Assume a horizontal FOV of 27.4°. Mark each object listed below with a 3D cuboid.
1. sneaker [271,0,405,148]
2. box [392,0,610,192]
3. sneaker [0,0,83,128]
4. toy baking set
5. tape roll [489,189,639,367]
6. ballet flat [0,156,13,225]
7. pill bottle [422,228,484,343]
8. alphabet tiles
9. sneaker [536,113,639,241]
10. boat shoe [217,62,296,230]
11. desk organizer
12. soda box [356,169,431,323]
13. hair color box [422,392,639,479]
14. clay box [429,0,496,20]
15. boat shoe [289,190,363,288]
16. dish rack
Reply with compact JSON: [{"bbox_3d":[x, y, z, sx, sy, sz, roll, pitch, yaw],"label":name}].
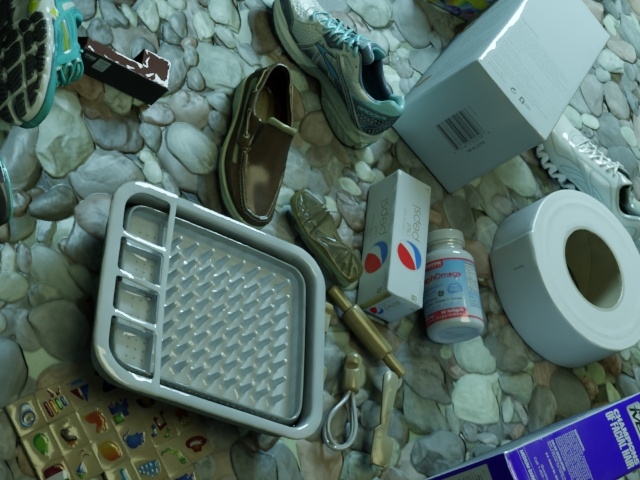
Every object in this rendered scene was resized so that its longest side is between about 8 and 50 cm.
[{"bbox_3d":[0.038,-0.287,2.000,0.110,0.122,0.283,-33,92,-46],"label":"sneaker"},{"bbox_3d":[0.297,-0.268,2.153,0.168,0.215,0.345,48,46,-11],"label":"box"},{"bbox_3d":[-0.338,-0.233,1.633,0.110,0.107,0.275,41,29,-34],"label":"sneaker"},{"bbox_3d":[0.030,0.185,1.816,0.256,0.030,0.197,48,51,-3],"label":"toy baking set"},{"bbox_3d":[0.414,0.062,2.165,0.286,0.100,0.286,19,57,-33],"label":"tape roll"},{"bbox_3d":[-0.417,-0.107,1.546,0.074,0.074,0.203,2,61,-41],"label":"ballet flat"},{"bbox_3d":[0.193,0.068,1.976,0.087,0.087,0.160,12,60,-37],"label":"pill bottle"},{"bbox_3d":[-0.237,0.244,1.563,0.237,0.009,0.198,-22,83,-46],"label":"alphabet tiles"},{"bbox_3d":[0.476,-0.119,2.303,0.110,0.118,0.292,-28,86,-44],"label":"sneaker"},{"bbox_3d":[-0.082,-0.140,1.837,0.095,0.095,0.257,20,56,-33],"label":"boat shoe"},{"bbox_3d":[-0.267,-0.237,1.762,0.130,0.047,0.050,25,51,-30],"label":"desk organizer"},{"bbox_3d":[0.110,0.008,1.943,0.069,0.074,0.216,27,53,-29],"label":"soda box"},{"bbox_3d":[0.320,0.327,1.881,0.339,0.185,0.110,-15,79,-44],"label":"hair color box"},{"bbox_3d":[0.287,-0.438,2.295,0.222,0.127,0.053,21,55,-33],"label":"clay box"},{"bbox_3d":[0.002,0.000,1.882,0.056,0.048,0.153,-36,87,-33],"label":"boat shoe"},{"bbox_3d":[-0.145,0.100,1.664,0.333,0.072,0.285,22,51,-30],"label":"dish rack"}]
